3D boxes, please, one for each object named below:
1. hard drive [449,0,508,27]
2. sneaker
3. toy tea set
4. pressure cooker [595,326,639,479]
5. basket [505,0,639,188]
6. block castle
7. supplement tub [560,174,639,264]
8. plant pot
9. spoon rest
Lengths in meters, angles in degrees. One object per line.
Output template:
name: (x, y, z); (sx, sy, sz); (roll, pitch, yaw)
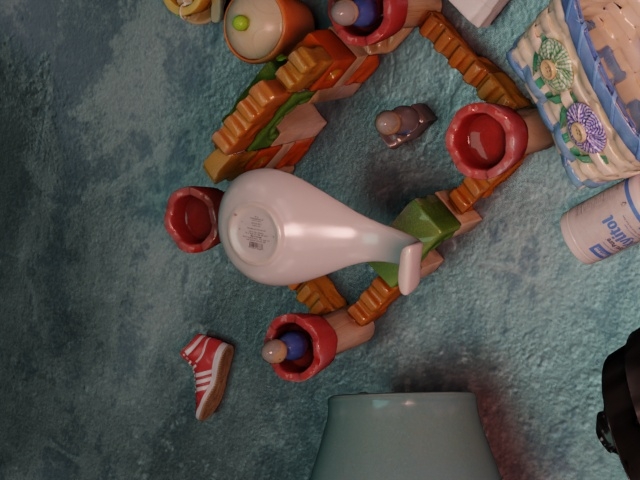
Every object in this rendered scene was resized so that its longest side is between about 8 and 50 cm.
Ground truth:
hard drive: (0.209, -0.425, 1.702); (0.203, 0.040, 0.307); (49, 122, 16)
sneaker: (-0.166, 0.186, 2.074); (0.067, 0.042, 0.118); (24, 104, 24)
toy tea set: (-0.129, -0.348, 1.884); (0.336, 0.124, 0.200); (24, 106, 28)
pressure cooker: (0.468, 0.193, 1.432); (0.420, 0.370, 0.375); (-33, 49, 23)
basket: (0.353, -0.187, 1.550); (0.289, 0.201, 0.255); (-35, 78, 45)
block castle: (0.028, -0.077, 1.788); (0.303, 0.213, 0.453); (51, 122, 15)
supplement tub: (0.332, -0.024, 1.681); (0.107, 0.071, 0.071); (-32, 81, 34)
plant pot: (0.104, 0.309, 1.800); (0.272, 0.271, 0.255); (-5, 82, 35)
spoon rest: (0.000, 0.000, 1.679); (0.276, 0.084, 0.137); (15, 108, 31)
